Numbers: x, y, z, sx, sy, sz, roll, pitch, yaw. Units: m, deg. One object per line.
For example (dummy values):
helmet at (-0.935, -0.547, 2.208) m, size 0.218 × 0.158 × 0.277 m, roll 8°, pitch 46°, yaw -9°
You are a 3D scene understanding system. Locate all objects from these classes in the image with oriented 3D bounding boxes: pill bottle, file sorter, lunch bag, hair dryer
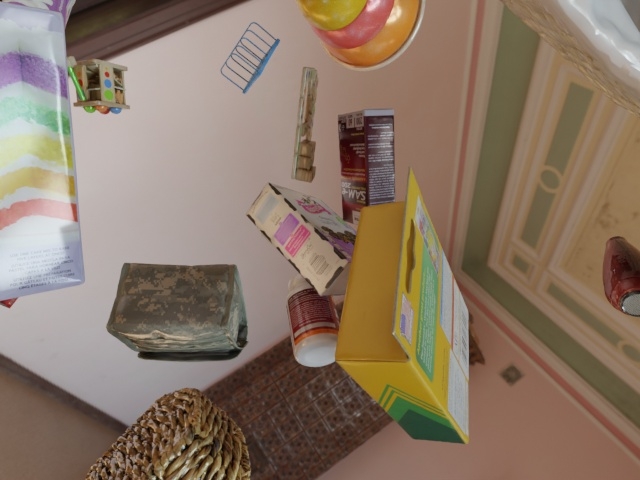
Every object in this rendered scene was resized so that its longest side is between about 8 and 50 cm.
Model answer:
pill bottle at (-0.013, 0.130, 0.745) m, size 0.086 × 0.086 × 0.152 m, roll 73°, pitch 2°, yaw -46°
file sorter at (-0.224, -0.577, 1.367) m, size 0.104 × 0.170 × 0.118 m, roll 32°, pitch -31°, yaw -22°
lunch bag at (-0.288, 0.176, 0.952) m, size 0.287 × 0.235 × 0.168 m, roll 93°, pitch -2°, yaw -60°
hair dryer at (0.581, 0.059, 0.700) m, size 0.080 × 0.224 × 0.293 m, roll 69°, pitch -9°, yaw -22°

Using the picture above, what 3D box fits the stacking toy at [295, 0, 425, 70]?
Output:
stacking toy at (0.051, -0.654, 1.130) m, size 0.350 × 0.351 × 0.480 m, roll 57°, pitch 29°, yaw 6°

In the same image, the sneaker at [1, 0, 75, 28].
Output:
sneaker at (-0.423, -0.371, 0.648) m, size 0.161 × 0.102 × 0.282 m, roll 51°, pitch -51°, yaw 55°

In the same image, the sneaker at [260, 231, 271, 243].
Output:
sneaker at (-0.092, -0.058, 1.236) m, size 0.091 × 0.126 × 0.240 m, roll 40°, pitch -22°, yaw -10°

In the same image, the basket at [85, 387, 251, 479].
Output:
basket at (-0.194, 0.374, 0.659) m, size 0.223 × 0.213 × 0.299 m, roll 49°, pitch -27°, yaw -10°

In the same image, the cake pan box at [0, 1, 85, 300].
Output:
cake pan box at (-0.331, -0.060, 0.317) m, size 0.070 × 0.267 × 0.245 m, roll 21°, pitch -68°, yaw 44°

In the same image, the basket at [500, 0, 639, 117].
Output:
basket at (0.370, -0.281, 0.384) m, size 0.328 × 0.331 × 0.266 m, roll 29°, pitch 28°, yaw -18°

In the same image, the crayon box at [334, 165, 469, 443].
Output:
crayon box at (0.111, 0.097, 0.535) m, size 0.083 × 0.203 × 0.323 m, roll -7°, pitch -40°, yaw 26°

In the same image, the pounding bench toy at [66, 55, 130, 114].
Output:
pounding bench toy at (-0.310, -0.206, 0.586) m, size 0.052 × 0.083 × 0.065 m, roll 5°, pitch -79°, yaw 25°

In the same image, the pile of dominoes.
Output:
pile of dominoes at (-0.019, -0.265, 0.998) m, size 0.196 × 0.040 × 0.251 m, roll -69°, pitch 168°, yaw -66°

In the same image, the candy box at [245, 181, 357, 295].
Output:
candy box at (0.000, 0.000, 0.715) m, size 0.196 × 0.070 × 0.165 m, roll 45°, pitch 18°, yaw 26°

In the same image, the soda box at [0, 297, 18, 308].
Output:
soda box at (-0.661, 0.044, 0.887) m, size 0.263 × 0.092 × 0.083 m, roll 20°, pitch -17°, yaw 48°

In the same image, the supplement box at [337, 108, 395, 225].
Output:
supplement box at (0.098, -0.154, 0.935) m, size 0.130 × 0.073 × 0.239 m, roll -156°, pitch -120°, yaw -65°
